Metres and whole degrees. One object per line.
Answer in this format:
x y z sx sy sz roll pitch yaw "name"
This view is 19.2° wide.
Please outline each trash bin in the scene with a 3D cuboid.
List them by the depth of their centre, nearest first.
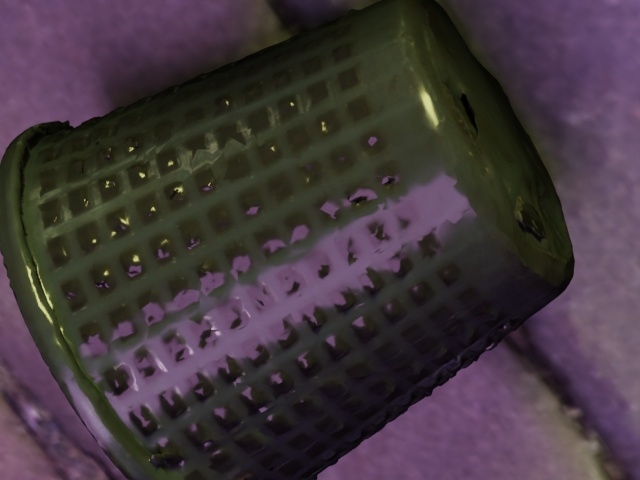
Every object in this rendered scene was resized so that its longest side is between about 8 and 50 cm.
0.000 0.000 0.683 0.161 0.175 0.175 -28 111 17 "trash bin"
